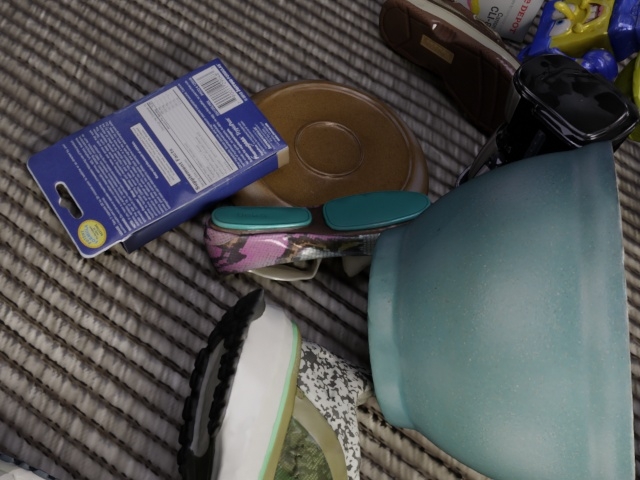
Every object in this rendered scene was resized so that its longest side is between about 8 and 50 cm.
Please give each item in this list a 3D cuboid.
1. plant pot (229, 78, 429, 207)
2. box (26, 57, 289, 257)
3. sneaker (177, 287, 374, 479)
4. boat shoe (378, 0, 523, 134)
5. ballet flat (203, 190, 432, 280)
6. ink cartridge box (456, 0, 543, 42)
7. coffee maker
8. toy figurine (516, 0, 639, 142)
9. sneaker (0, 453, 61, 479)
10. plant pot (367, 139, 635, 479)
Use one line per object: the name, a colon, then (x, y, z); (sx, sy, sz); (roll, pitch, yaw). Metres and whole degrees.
plant pot: (0.007, -0.091, 0.920); (0.236, 0.032, 0.236); (6, 57, -9)
box: (-0.162, -0.080, 0.853); (0.225, 0.036, 0.136); (-31, 68, -16)
sneaker: (-0.018, 0.238, 0.639); (0.182, 0.158, 0.410); (18, 58, -18)
boat shoe: (0.190, -0.218, 1.011); (0.095, 0.095, 0.257); (-30, 68, -35)
ballet flat: (0.000, 0.000, 0.826); (0.222, 0.079, 0.077); (-6, 30, -2)
ink cartridge box: (0.206, -0.359, 1.084); (0.176, 0.128, 0.127); (17, 55, -1)
coffee maker: (0.246, -0.078, 0.877); (0.171, 0.178, 0.120); (29, 56, 7)
toy figurine: (0.335, -0.206, 1.012); (0.217, 0.191, 0.362); (-6, 48, 38)
sneaker: (-0.257, 0.217, 0.626); (0.283, 0.110, 0.122); (20, 67, 8)
plant pot: (0.151, 0.070, 0.721); (0.196, 0.293, 0.293); (-3, 53, 18)
